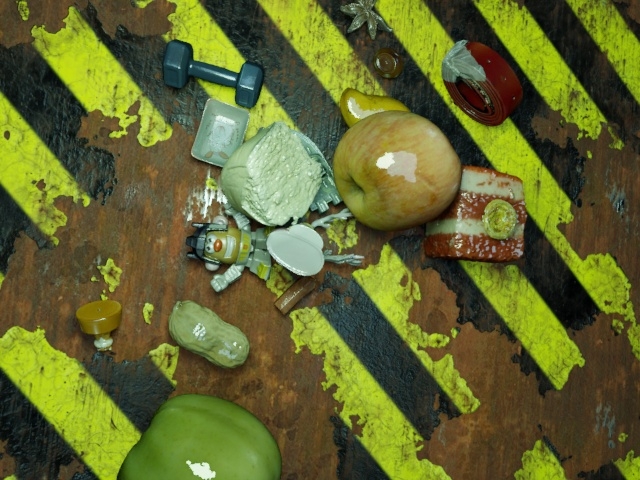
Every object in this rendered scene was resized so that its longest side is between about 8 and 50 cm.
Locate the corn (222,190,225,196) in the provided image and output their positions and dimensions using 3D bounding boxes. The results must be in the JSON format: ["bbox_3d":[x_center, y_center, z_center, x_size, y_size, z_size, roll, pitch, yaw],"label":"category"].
[{"bbox_3d":[-0.229,-0.129,1.530,0.231,0.080,0.080,34,82,-9],"label":"corn"}]

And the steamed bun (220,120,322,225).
[{"bbox_3d":[-0.161,-0.225,1.374,0.290,0.273,0.272,-45,134,-41],"label":"steamed bun"}]

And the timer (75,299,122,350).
[{"bbox_3d":[-0.693,0.285,1.416,0.132,0.132,0.152,-1,110,-10],"label":"timer"}]

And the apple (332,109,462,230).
[{"bbox_3d":[0.232,-0.218,1.433,0.346,0.391,0.391,-32,93,-15],"label":"apple"}]

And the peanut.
[{"bbox_3d":[-0.365,0.313,1.444,0.291,0.159,0.143,36,107,-7],"label":"peanut"}]

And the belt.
[{"bbox_3d":[0.573,-0.569,1.623,0.324,0.227,0.115,46,77,-5],"label":"belt"}]

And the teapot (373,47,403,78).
[{"bbox_3d":[0.250,-0.657,1.648,0.129,0.078,0.098,42,121,8],"label":"teapot"}]

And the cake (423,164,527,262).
[{"bbox_3d":[0.539,-0.084,1.569,0.270,0.269,0.320,6,87,-10],"label":"cake"}]

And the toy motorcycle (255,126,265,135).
[{"bbox_3d":[-0.220,-0.294,1.529,0.124,0.061,0.193,23,86,-44],"label":"toy motorcycle"}]

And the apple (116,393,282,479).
[{"bbox_3d":[-0.351,0.685,1.288,0.473,0.473,0.474,1,87,-10],"label":"apple"}]

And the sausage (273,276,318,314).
[{"bbox_3d":[-0.083,0.179,1.547,0.169,0.065,0.065,-42,95,-10],"label":"sausage"}]

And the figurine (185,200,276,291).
[{"bbox_3d":[-0.296,0.021,1.476,0.308,0.143,0.308,5,68,-13],"label":"figurine"}]

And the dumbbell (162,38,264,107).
[{"bbox_3d":[-0.355,-0.556,1.493,0.324,0.160,0.144,13,116,-8],"label":"dumbbell"}]

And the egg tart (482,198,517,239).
[{"bbox_3d":[0.561,-0.064,1.413,0.128,0.049,0.129,1,88,-15],"label":"egg tart"}]

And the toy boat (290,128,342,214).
[{"bbox_3d":[-0.041,-0.251,1.560,0.141,0.092,0.319,-31,91,-17],"label":"toy boat"}]

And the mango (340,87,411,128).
[{"bbox_3d":[0.199,-0.438,1.603,0.295,0.120,0.177,20,92,-7],"label":"mango"}]

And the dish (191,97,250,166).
[{"bbox_3d":[-0.337,-0.356,1.520,0.151,0.077,0.212,17,84,-11],"label":"dish"}]

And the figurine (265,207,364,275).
[{"bbox_3d":[-0.003,0.014,1.475,0.284,0.316,0.206,-4,101,9],"label":"figurine"}]

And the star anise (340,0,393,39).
[{"bbox_3d":[0.158,-0.836,1.645,0.171,0.063,0.208,-21,94,-7],"label":"star anise"}]
